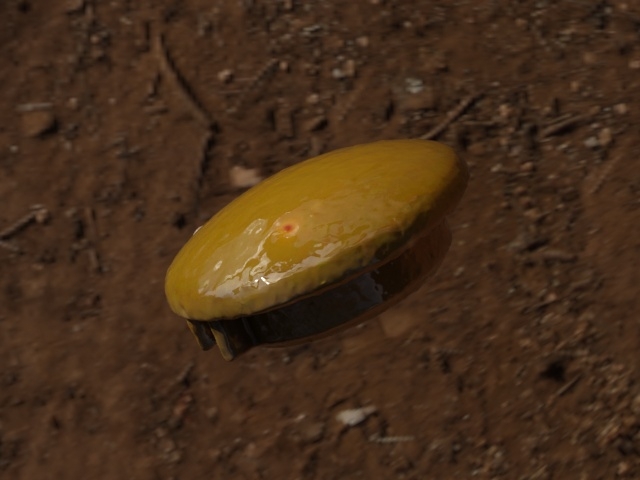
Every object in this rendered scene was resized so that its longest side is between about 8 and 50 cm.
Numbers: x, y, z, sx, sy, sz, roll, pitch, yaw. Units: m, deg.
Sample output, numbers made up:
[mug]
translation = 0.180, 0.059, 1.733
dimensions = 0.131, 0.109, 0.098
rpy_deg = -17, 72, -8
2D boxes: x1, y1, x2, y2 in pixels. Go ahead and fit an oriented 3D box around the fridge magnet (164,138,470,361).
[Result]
[fridge magnet]
translation = 0.000, 0.000, 0.670
dimensions = 0.143, 0.143, 0.063
rpy_deg = -16, 107, 27
